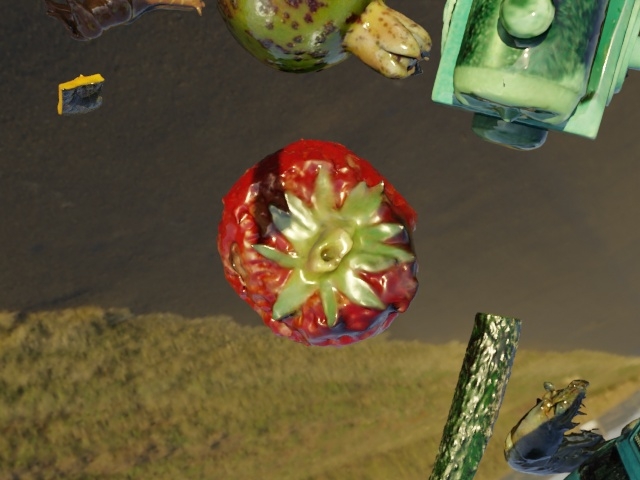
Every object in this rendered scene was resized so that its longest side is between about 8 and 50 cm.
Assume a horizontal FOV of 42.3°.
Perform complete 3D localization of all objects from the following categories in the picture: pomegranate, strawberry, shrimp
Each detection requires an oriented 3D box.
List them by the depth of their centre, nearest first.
[{"bbox_3d":[0.005,-0.250,0.846,0.202,0.248,0.202,-50,168,-14],"label":"pomegranate"},{"bbox_3d":[0.273,0.197,0.865,0.150,0.051,0.217,-1,145,-1],"label":"shrimp"},{"bbox_3d":[-0.006,0.008,1.175,0.292,0.292,0.310,-24,175,-13],"label":"strawberry"}]

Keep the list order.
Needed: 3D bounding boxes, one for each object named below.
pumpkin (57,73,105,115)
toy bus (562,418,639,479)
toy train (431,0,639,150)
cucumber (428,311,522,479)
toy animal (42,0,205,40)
[{"bbox_3d":[-0.370,-0.225,1.264,0.073,0.035,0.101,-28,173,-28],"label":"pumpkin"},{"bbox_3d":[0.268,0.223,0.522,0.134,0.246,0.113,-62,179,16],"label":"toy bus"},{"bbox_3d":[0.133,-0.195,0.419,0.194,0.120,0.298,-7,112,-74],"label":"toy train"},{"bbox_3d":[0.189,0.233,1.054,0.067,0.067,0.293,9,98,-63],"label":"cucumber"},{"bbox_3d":[-0.320,-0.403,1.370,0.224,0.066,0.229,-47,136,-1],"label":"toy animal"}]
